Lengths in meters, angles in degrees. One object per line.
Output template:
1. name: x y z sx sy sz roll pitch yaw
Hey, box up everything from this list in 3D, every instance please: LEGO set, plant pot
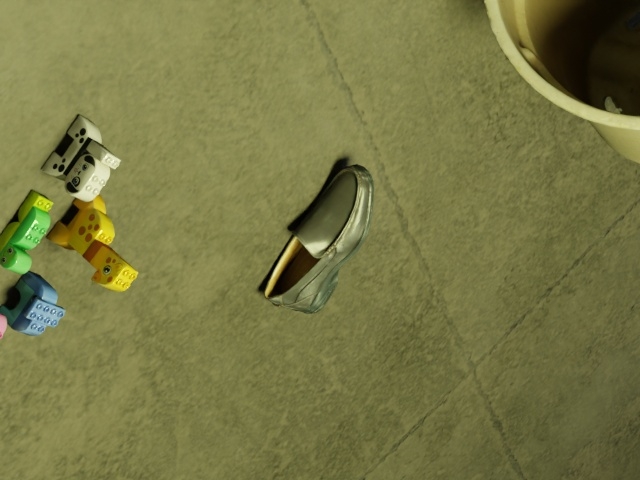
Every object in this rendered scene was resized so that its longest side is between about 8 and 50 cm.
1. LEGO set: -0.216 0.022 1.309 0.227 0.093 0.087 -55 146 4
2. plant pot: 0.357 -0.218 1.592 0.334 0.334 0.305 -50 157 -2

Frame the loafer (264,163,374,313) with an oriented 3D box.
1. loafer: 0.000 0.000 1.569 0.061 0.062 0.170 4 116 -45
